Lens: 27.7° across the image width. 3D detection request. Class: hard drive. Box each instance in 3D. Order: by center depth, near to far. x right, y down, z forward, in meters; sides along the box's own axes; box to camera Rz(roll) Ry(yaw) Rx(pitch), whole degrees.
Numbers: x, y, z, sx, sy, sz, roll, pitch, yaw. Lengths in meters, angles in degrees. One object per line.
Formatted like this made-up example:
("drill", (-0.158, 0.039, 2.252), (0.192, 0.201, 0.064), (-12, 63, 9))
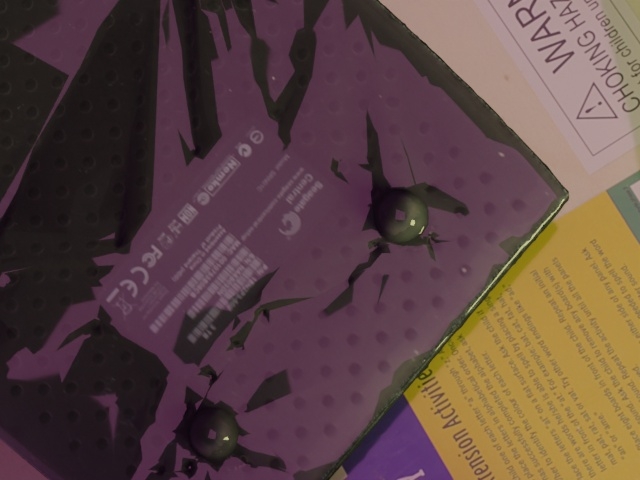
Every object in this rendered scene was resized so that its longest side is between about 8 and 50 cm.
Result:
("hard drive", (-0.071, -0.034, 0.404), (0.255, 0.054, 0.172), (40, 92, 10))

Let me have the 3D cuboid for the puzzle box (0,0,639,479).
("puzzle box", (0.000, 0.000, 0.444), (0.272, 0.052, 0.409), (-31, 82, 4))
